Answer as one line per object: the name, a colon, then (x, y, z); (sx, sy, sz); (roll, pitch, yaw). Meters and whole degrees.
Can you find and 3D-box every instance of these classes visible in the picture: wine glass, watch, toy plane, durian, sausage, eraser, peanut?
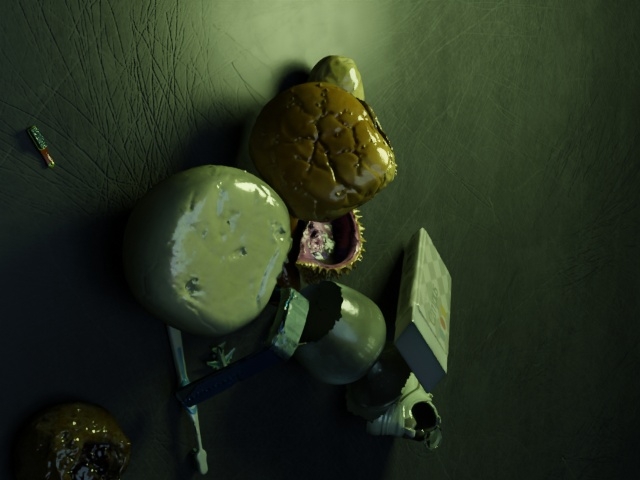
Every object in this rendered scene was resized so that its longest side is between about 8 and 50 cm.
wine glass: (0.064, 0.248, 2.088); (0.323, 0.238, 0.238); (44, 67, -35)
watch: (-0.161, 0.213, 1.820); (0.068, 0.274, 0.276); (40, 62, -35)
toy plane: (-0.218, 0.262, 1.964); (0.080, 0.033, 0.083); (-28, 121, -37)
durian: (0.010, 0.008, 2.011); (0.153, 0.186, 0.260); (21, 58, -12)
sausage: (-0.092, 0.016, 1.992); (0.109, 0.109, 0.270); (-6, 100, -41)
wine glass: (0.236, 0.494, 2.324); (0.072, 0.155, 0.072); (-8, 103, -41)
eraser: (0.254, 0.164, 2.188); (0.213, 0.082, 0.397); (57, 24, -23)
peanut: (0.035, -0.267, 2.042); (0.147, 0.147, 0.305); (-7, 102, -41)

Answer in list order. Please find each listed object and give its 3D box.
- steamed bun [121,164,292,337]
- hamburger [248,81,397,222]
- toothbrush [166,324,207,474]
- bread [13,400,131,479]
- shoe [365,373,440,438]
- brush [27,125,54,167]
steamed bun: (-0.243, 0.008, 1.768); (0.312, 0.233, 0.334); (38, 74, -36)
hamburger: (0.003, -0.193, 1.885); (0.318, 0.158, 0.319); (0, 80, -2)
toothbrush: (-0.284, 0.324, 1.909); (0.040, 0.040, 0.386); (-20, 109, -38)
bread: (-0.465, 0.418, 1.707); (0.230, 0.123, 0.230); (-5, 97, -42)
shoe: (0.240, 0.416, 2.262); (0.316, 0.159, 0.124); (-30, 132, -55)
brush: (-0.509, -0.170, 1.642); (0.019, 0.021, 0.083); (-40, 122, -33)
